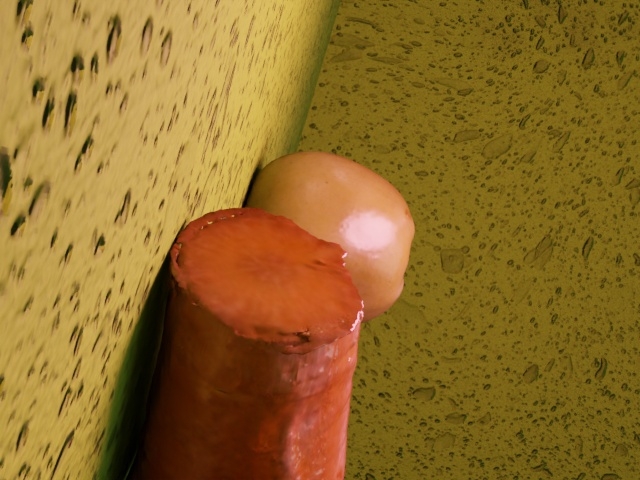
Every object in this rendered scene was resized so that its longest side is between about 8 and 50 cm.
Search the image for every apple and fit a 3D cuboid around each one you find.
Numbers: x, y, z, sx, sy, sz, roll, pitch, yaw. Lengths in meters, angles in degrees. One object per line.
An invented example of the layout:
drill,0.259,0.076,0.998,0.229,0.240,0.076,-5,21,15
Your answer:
apple,0.000,0.000,1.109,0.262,0.263,0.262,-164,-90,-88

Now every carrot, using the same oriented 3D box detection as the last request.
carrot,-0.044,0.123,0.616,0.196,0.196,0.254,-76,-177,-59
